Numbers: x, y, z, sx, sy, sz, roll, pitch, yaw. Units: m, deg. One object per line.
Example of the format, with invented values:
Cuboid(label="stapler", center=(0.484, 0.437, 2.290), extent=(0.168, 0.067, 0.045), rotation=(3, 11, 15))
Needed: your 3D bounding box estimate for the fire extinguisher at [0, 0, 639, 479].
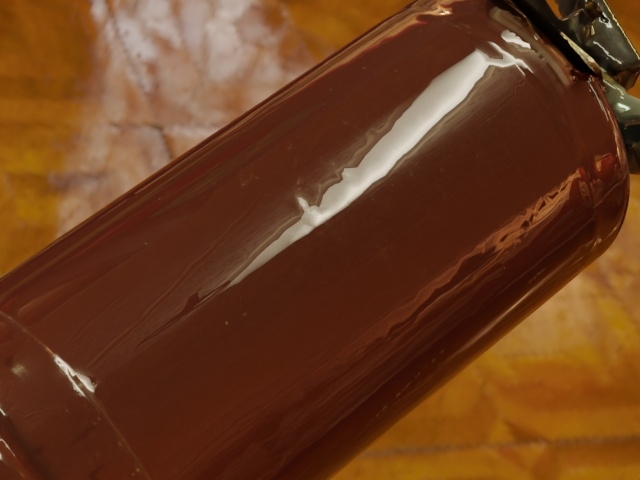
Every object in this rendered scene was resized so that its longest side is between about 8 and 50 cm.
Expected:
Cuboid(label="fire extinguisher", center=(0.000, 0.000, 0.493), extent=(0.269, 0.105, 0.105), rotation=(-37, 66, -26))
